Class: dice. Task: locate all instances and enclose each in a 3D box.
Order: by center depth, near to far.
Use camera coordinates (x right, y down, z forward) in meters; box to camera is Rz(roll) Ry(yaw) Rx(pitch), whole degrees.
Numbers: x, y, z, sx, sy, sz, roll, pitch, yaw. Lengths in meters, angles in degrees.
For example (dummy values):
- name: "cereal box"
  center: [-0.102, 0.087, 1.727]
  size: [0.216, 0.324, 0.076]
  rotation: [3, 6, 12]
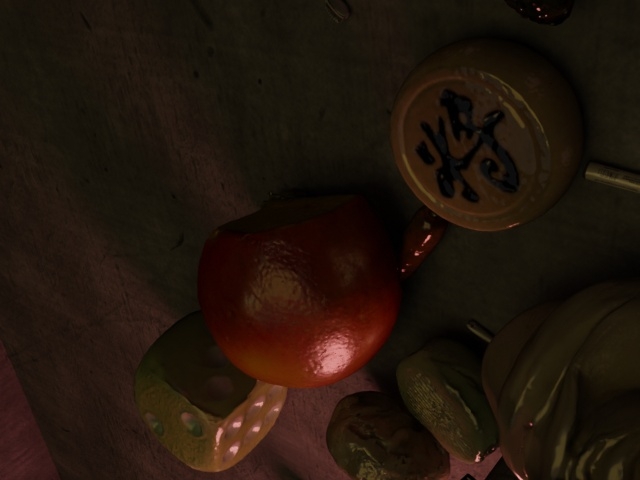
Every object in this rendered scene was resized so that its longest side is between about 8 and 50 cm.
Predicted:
- name: "dice"
  center: [-0.234, 0.318, 1.699]
  size: [0.249, 0.252, 0.255]
  rotation: [31, 137, 22]

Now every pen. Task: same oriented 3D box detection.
- name: "pen"
  center: [0.421, -0.060, 0.957]
  size: [0.204, 0.025, 0.025]
  rotation: [21, 132, 31]

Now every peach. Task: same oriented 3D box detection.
- name: "peach"
  center: [-0.034, 0.088, 1.288]
  size: [0.306, 0.242, 0.381]
  rotation: [27, 131, 30]

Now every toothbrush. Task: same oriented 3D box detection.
- name: "toothbrush"
  center: [-0.054, -0.428, 1.137]
  size: [0.288, 0.024, 0.026]
  rotation: [50, 155, 0]
- name: "toothbrush"
  center: [0.317, 0.195, 1.258]
  size: [0.204, 0.017, 0.022]
  rotation: [38, 149, 16]

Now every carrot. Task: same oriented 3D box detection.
- name: "carrot"
  center: [0.142, 0.022, 1.267]
  size: [0.059, 0.059, 0.248]
  rotation: [42, 144, 11]

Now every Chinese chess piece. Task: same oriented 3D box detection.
- name: "Chinese chess piece"
  center: [0.214, -0.137, 1.037]
  size: [0.257, 0.104, 0.257]
  rotation: [25, 134, 28]

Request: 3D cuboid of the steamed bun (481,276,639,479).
- name: "steamed bun"
  center: [0.387, 0.242, 0.985]
  size: [0.342, 0.255, 0.368]
  rotation: [-38, 89, 26]

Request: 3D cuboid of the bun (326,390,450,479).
- name: "bun"
  center: [0.126, 0.358, 1.425]
  size: [0.239, 0.239, 0.141]
  rotation: [38, 109, 16]

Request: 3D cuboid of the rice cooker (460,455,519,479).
- name: "rice cooker"
  center: [0.347, 0.442, 1.222]
  size: [0.280, 0.227, 0.241]
  rotation: [39, 155, 13]

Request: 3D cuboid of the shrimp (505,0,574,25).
- name: "shrimp"
  center: [0.180, -0.406, 0.859]
  size: [0.172, 0.137, 0.372]
  rotation: [-33, 104, 15]

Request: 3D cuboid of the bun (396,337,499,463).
- name: "bun"
  center: [0.227, 0.256, 1.313]
  size: [0.221, 0.108, 0.221]
  rotation: [41, 149, 32]

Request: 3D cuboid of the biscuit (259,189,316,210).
- name: "biscuit"
  center: [0.000, 0.000, 1.400]
  size: [0.273, 0.036, 0.187]
  rotation: [39, 140, 16]
